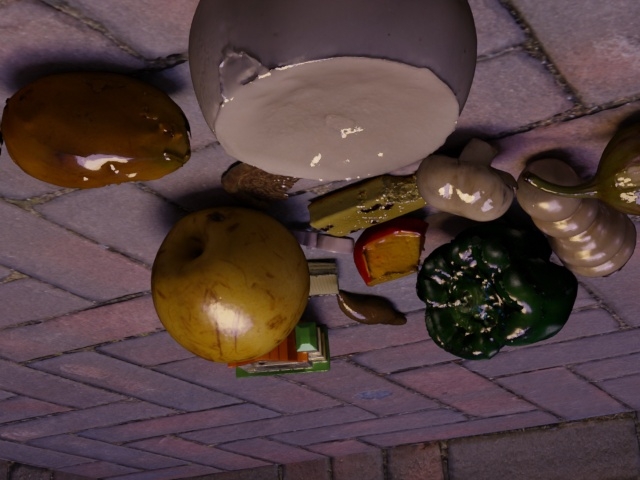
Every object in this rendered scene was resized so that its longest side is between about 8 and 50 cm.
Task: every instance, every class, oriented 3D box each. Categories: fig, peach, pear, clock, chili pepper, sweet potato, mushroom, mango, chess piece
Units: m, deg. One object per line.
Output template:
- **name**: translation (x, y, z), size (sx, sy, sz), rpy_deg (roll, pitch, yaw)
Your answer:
- **fig**: translation (0.428, -0.094, 1.550), size (0.245, 0.149, 0.149), rpy_deg (-13, 156, 9)
- **peach**: translation (0.121, 0.020, 1.824), size (0.118, 0.151, 0.151), rpy_deg (26, 158, 7)
- **pear**: translation (-0.155, 0.070, 1.753), size (0.281, 0.280, 0.280), rpy_deg (-2, 157, -1)
- **clock**: translation (0.000, 0.000, 1.847), size (0.129, 0.041, 0.087), rpy_deg (10, -175, 18)
- **clock**: translation (-0.102, 0.225, 2.269), size (0.220, 0.106, 0.255), rpy_deg (-5, 165, 6)
- **chili pepper**: translation (0.319, 0.083, 1.845), size (0.249, 0.233, 0.257), rpy_deg (-15, 177, 35)
- **sweet potato**: translation (0.125, 0.157, 2.244), size (0.069, 0.059, 0.249), rpy_deg (4, 171, 42)
- **mushroom**: translation (0.223, -0.095, 1.581), size (0.154, 0.122, 0.154), rpy_deg (19, -171, -3)
- **mango**: translation (-0.294, -0.138, 1.369), size (0.249, 0.151, 0.156), rpy_deg (5, 122, -9)
- **chess piece**: translation (0.409, -0.048, 1.700), size (0.143, 0.142, 0.261), rpy_deg (-16, 147, 28)

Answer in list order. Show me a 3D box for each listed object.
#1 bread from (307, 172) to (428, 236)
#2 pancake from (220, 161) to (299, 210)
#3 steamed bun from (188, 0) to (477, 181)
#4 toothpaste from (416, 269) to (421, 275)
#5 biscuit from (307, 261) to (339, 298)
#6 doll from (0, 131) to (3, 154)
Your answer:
- **bread**: translation (0.091, -0.064, 1.716), size (0.226, 0.049, 0.088), rpy_deg (-20, 151, 35)
- **pancake**: translation (-0.068, -0.092, 1.673), size (0.184, 0.020, 0.190), rpy_deg (0, 157, -8)
- **steamed bun**: translation (0.012, -0.212, 1.149), size (0.324, 0.206, 0.324), rpy_deg (-5, 158, -2)
- **toothpaste**: translation (0.273, 0.064, 2.071), size (0.170, 0.028, 0.045), rpy_deg (0, 164, -15)
- **biscuit**: translation (-0.063, 0.079, 2.052), size (0.199, 0.040, 0.121), rpy_deg (-2, 155, 3)
- **doll**: translation (-0.555, -0.142, 1.445), size (0.219, 0.067, 0.091), rpy_deg (1, 154, -23)
